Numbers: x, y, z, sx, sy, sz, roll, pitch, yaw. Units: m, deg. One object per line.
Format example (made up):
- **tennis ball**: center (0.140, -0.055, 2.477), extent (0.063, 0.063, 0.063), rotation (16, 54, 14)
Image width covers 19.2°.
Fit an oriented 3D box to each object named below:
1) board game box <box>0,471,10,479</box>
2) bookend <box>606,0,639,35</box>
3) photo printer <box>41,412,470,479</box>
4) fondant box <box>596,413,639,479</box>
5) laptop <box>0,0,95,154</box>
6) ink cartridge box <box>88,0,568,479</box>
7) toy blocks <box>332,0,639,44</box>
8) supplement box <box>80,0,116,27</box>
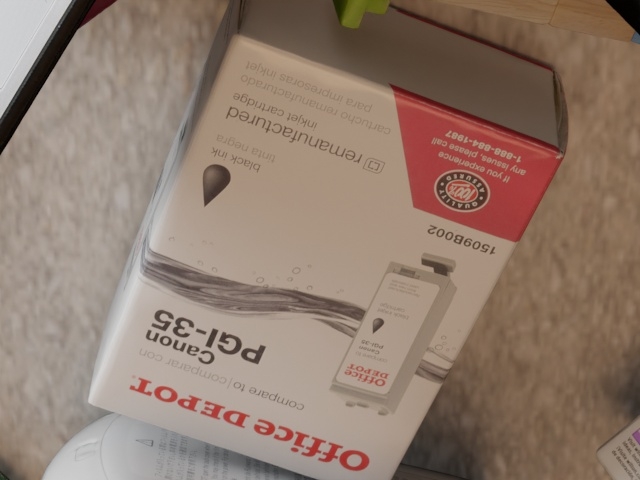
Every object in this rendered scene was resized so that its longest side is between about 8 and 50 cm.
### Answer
- **board game box**: center (-0.269, 0.217, 1.338), extent (0.136, 0.030, 0.259), rotation (-43, 112, -4)
- **bookend**: center (0.186, -0.198, 0.876), extent (0.157, 0.072, 0.156), rotation (-30, 132, -1)
- **photo printer**: center (-0.032, 0.201, 1.218), extent (0.308, 0.256, 0.107), rotation (14, 101, -6)
- **fondant box**: center (0.370, 0.124, 1.160), extent (0.330, 0.096, 0.238), rotation (-44, 73, 27)
- **laptop**: center (-0.271, -0.266, 0.906), extent (0.236, 0.408, 0.382), rotation (1, 141, -40)
- **ink cartridge box**: center (0.000, 0.000, 1.165), extent (0.207, 0.117, 0.283), rotation (19, 121, -8)
- **toy blocks**: center (0.188, -0.250, 0.980), extent (0.261, 0.190, 0.381), rotation (10, 121, -16)
- **supplement box**: center (-0.099, -0.206, 1.050), extent (0.188, 0.104, 0.081), rotation (-33, 115, 22)
